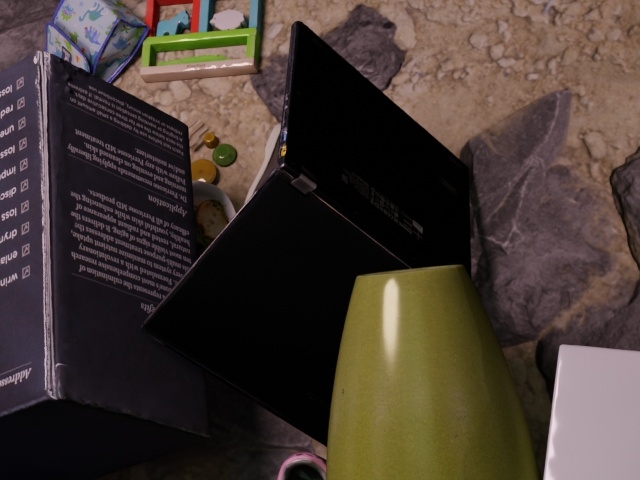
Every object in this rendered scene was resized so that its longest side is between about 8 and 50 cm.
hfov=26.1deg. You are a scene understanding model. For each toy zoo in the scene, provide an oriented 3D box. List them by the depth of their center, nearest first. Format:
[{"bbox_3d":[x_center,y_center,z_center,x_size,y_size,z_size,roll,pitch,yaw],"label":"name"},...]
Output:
[{"bbox_3d":[-0.188,-0.397,2.239,0.192,0.030,0.293,-4,66,12],"label":"toy zoo"}]

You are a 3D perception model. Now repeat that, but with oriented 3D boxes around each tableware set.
[{"bbox_3d":[-0.209,-0.109,2.126,0.154,0.024,0.104,-45,68,-9],"label":"tableware set"}]

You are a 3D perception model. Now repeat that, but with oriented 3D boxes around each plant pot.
[{"bbox_3d":[0.126,0.182,1.722,0.275,0.275,0.293,-7,89,11],"label":"plant pot"}]

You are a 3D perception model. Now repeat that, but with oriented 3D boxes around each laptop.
[{"bbox_3d":[0.000,0.000,1.858,0.236,0.382,0.408,-26,43,33],"label":"laptop"}]

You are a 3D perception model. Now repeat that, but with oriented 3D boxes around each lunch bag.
[{"bbox_3d":[-0.372,-0.321,2.217,0.129,0.096,0.151,44,112,28],"label":"lunch bag"}]

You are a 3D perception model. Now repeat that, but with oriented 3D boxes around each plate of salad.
[{"bbox_3d":[-0.208,0.004,2.036,0.200,0.048,0.200,-10,70,30],"label":"plate of salad"}]

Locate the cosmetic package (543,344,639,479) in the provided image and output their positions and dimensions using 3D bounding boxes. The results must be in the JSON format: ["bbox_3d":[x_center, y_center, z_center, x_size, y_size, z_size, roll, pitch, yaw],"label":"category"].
[{"bbox_3d":[0.357,0.273,1.710,0.138,0.225,0.224,5,68,15],"label":"cosmetic package"}]

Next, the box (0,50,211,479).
[{"bbox_3d":[-0.427,0.082,1.859,0.480,0.297,0.472,-22,60,31],"label":"box"}]

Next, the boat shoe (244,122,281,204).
[{"bbox_3d":[-0.059,-0.071,2.038,0.068,0.081,0.228,8,67,21],"label":"boat shoe"}]

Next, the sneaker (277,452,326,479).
[{"bbox_3d":[-0.009,0.429,1.782,0.112,0.131,0.319,-14,65,7],"label":"sneaker"}]
